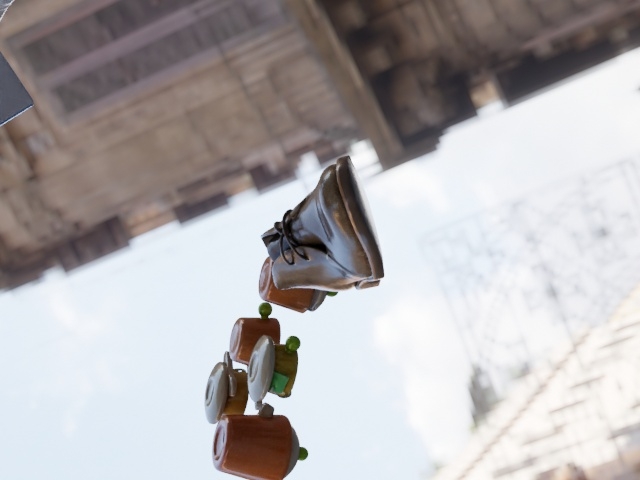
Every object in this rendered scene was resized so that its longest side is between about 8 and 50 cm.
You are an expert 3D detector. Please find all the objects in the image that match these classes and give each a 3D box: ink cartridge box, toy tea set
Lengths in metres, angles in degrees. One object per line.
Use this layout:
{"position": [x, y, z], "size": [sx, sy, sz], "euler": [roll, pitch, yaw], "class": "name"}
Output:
{"position": [-0.403, -0.163, 2.054], "size": [0.060, 0.180, 0.104], "euler": [-39, -80, -30], "class": "ink cartridge box"}
{"position": [-0.049, 0.173, 2.381], "size": [0.124, 0.336, 0.200], "euler": [10, -138, -18], "class": "toy tea set"}

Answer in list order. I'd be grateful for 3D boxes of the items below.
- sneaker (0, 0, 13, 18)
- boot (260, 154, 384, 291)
{"position": [-0.492, -0.318, 2.102], "size": [0.292, 0.169, 0.108], "euler": [22, -136, -17], "class": "sneaker"}
{"position": [0.000, 0.000, 1.830], "size": [0.305, 0.115, 0.112], "euler": [91, 168, -75], "class": "boot"}
